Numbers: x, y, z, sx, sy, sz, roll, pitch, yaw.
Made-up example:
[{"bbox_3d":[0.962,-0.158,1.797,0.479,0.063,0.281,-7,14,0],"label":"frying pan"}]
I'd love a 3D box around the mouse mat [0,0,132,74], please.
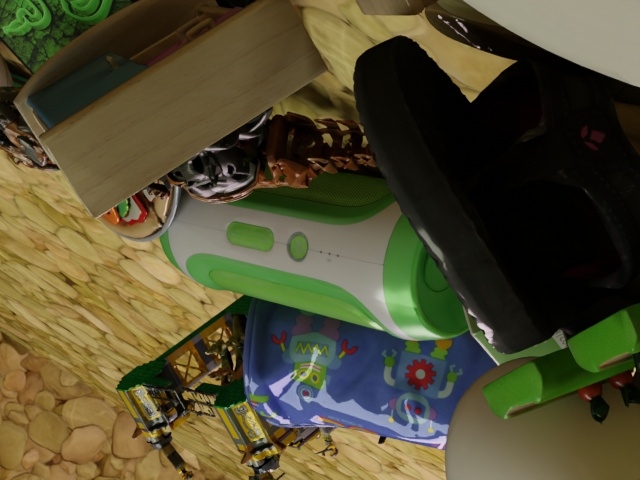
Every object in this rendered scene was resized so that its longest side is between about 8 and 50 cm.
[{"bbox_3d":[-0.210,-0.187,1.094,0.152,0.007,0.189,48,143,-19],"label":"mouse mat"}]

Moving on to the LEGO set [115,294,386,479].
[{"bbox_3d":[-0.042,0.187,1.497,0.331,0.255,0.192,-8,115,50],"label":"LEGO set"}]

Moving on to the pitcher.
[{"bbox_3d":[0.173,0.143,0.779,0.125,0.177,0.207,66,174,-35],"label":"pitcher"}]

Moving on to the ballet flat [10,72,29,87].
[{"bbox_3d":[-0.381,-0.155,1.400,0.247,0.087,0.083,26,161,14],"label":"ballet flat"}]

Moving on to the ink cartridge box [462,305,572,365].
[{"bbox_3d":[0.141,0.045,0.964,0.062,0.209,0.109,-29,132,15],"label":"ink cartridge box"}]

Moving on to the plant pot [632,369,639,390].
[{"bbox_3d":[0.350,0.134,0.838,0.263,0.263,0.229,36,144,-15],"label":"plant pot"}]

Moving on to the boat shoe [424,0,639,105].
[{"bbox_3d":[0.136,-0.119,0.787,0.153,0.048,0.056,22,171,14],"label":"boat shoe"}]

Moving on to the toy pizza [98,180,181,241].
[{"bbox_3d":[-0.189,-0.090,1.203,0.201,0.032,0.201,30,132,39],"label":"toy pizza"}]

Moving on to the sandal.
[{"bbox_3d":[0.134,-0.030,0.779,0.167,0.107,0.446,64,-162,14],"label":"sandal"}]

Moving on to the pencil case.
[{"bbox_3d":[0.078,0.123,1.242,0.306,0.133,0.119,9,174,14],"label":"pencil case"}]

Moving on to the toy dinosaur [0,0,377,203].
[{"bbox_3d":[-0.088,-0.097,1.038,0.322,0.164,0.218,-14,159,-4],"label":"toy dinosaur"}]

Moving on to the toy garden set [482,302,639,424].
[{"bbox_3d":[0.234,0.030,0.706,0.244,0.203,0.049,-38,71,47],"label":"toy garden set"}]

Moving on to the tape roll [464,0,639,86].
[{"bbox_3d":[0.128,-0.180,0.439,0.246,0.169,0.246,28,161,10],"label":"tape roll"}]

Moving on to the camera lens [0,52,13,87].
[{"bbox_3d":[-0.405,-0.160,1.217,0.219,0.219,0.274,24,160,19],"label":"camera lens"}]

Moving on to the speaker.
[{"bbox_3d":[0.000,0.000,1.161,0.296,0.131,0.131,12,154,43],"label":"speaker"}]

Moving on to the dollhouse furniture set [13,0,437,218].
[{"bbox_3d":[-0.111,-0.213,0.726,0.303,0.286,0.198,60,171,-19],"label":"dollhouse furniture set"}]
